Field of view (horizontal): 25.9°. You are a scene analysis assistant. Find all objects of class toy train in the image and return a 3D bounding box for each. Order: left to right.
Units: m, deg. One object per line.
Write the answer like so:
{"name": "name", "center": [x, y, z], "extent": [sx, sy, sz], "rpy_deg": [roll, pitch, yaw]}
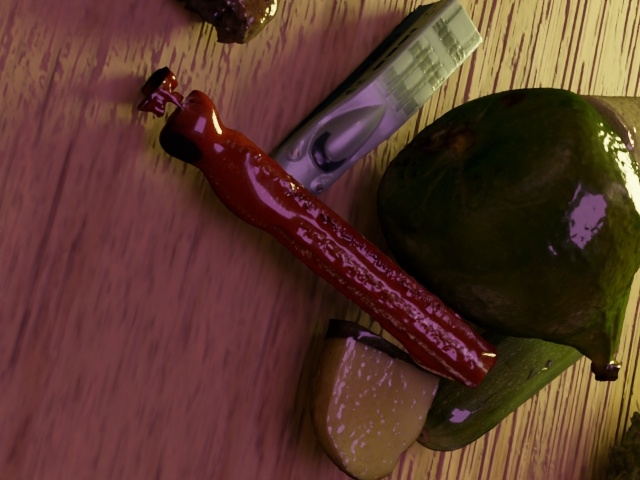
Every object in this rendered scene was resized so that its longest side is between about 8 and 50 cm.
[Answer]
{"name": "toy train", "center": [0.038, -0.103, 1.074], "extent": [0.234, 0.051, 0.052], "rpy_deg": [-47, 112, -31]}

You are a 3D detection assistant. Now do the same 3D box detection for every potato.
{"name": "potato", "center": [0.024, 0.124, 1.041], "extent": [0.096, 0.066, 0.103], "rpy_deg": [34, 70, -24]}

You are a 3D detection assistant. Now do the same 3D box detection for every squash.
{"name": "squash", "center": [0.159, 0.100, 1.151], "extent": [0.239, 0.069, 0.069], "rpy_deg": [-32, 108, -34]}

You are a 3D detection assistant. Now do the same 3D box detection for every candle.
{"name": "candle", "center": [0.000, 0.000, 0.994], "extent": [0.329, 0.048, 0.051], "rpy_deg": [40, 82, -14]}

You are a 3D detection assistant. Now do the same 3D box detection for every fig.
{"name": "fig", "center": [0.174, 0.007, 1.095], "extent": [0.235, 0.203, 0.203], "rpy_deg": [53, 57, -34]}

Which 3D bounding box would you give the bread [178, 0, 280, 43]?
{"name": "bread", "center": [-0.073, -0.198, 0.983], "extent": [0.113, 0.060, 0.082], "rpy_deg": [52, 59, -27]}

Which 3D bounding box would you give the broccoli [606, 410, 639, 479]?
{"name": "broccoli", "center": [0.352, 0.197, 1.215], "extent": [0.180, 0.273, 0.242], "rpy_deg": [20, 70, -3]}

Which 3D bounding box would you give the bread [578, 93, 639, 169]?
{"name": "bread", "center": [0.262, -0.052, 1.204], "extent": [0.141, 0.134, 0.148], "rpy_deg": [-4, 100, -39]}
